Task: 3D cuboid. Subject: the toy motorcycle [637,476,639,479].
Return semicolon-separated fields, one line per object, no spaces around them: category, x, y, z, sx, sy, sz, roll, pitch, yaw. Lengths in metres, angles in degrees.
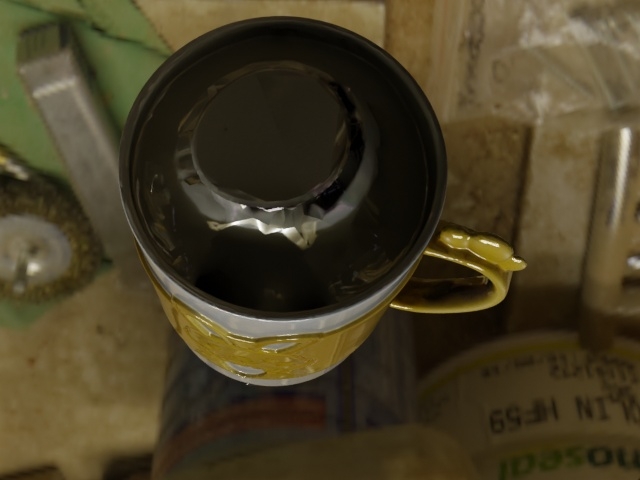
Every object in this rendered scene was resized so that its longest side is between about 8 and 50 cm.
toy motorcycle;0.136;0.155;0.529;0.130;0.229;0.094;46;129;8

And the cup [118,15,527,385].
cup;0.000;0.000;0.946;0.241;0.185;0.226;17;159;2
